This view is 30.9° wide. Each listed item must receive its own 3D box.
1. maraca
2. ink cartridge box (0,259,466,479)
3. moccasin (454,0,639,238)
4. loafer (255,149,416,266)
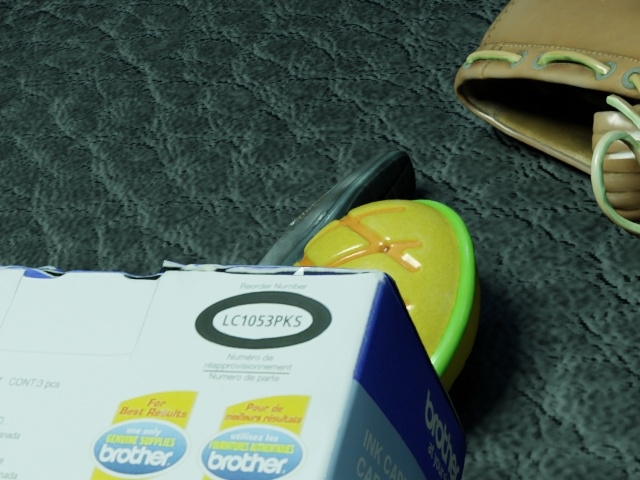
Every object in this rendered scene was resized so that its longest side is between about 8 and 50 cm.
[{"bbox_3d":[0.024,0.059,0.618,0.127,0.099,0.185,-11,53,48],"label":"maraca"},{"bbox_3d":[-0.102,0.155,0.461,0.270,0.151,0.395,0,53,23],"label":"ink cartridge box"},{"bbox_3d":[0.202,-0.049,0.635,0.147,0.139,0.380,-41,43,-5],"label":"moccasin"},{"bbox_3d":[0.000,0.000,0.730,0.061,0.062,0.170,10,45,40],"label":"loafer"}]
